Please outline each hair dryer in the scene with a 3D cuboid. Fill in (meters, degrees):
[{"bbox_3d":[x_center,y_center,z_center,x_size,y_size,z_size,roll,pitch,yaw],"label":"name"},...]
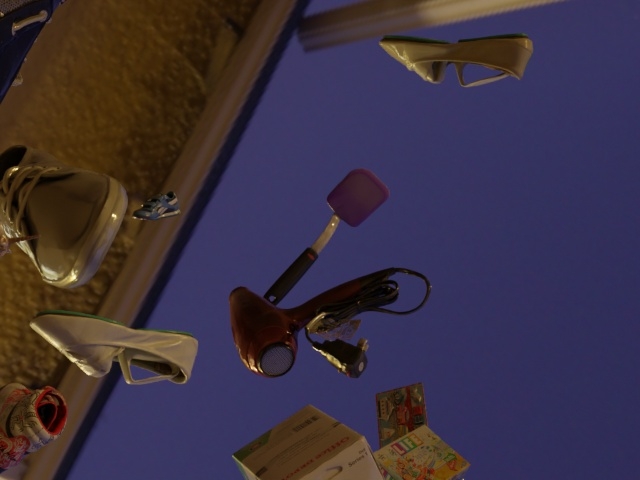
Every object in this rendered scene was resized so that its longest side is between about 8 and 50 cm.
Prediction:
[{"bbox_3d":[-0.014,0.111,1.303,0.293,0.080,0.223,7,-150,32],"label":"hair dryer"}]

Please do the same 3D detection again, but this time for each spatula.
[{"bbox_3d":[0.000,0.000,1.643,0.296,0.084,0.030,-50,-161,-12],"label":"spatula"}]

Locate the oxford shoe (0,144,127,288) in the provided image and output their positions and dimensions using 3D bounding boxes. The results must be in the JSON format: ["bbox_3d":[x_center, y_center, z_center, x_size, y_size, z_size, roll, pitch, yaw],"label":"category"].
[{"bbox_3d":[-0.384,-0.045,1.340,0.169,0.130,0.449,-60,-150,-3],"label":"oxford shoe"}]

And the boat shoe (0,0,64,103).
[{"bbox_3d":[-0.340,-0.236,1.006,0.127,0.158,0.340,17,-152,16],"label":"boat shoe"}]

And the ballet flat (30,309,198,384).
[{"bbox_3d":[-0.441,0.245,2.106,0.139,0.400,0.139,-21,-118,46],"label":"ballet flat"}]

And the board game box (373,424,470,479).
[{"bbox_3d":[0.158,0.360,1.540,0.103,0.154,0.026,39,-58,27],"label":"board game box"}]

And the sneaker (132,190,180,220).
[{"bbox_3d":[-0.391,-0.080,2.265,0.053,0.144,0.059,6,-75,32],"label":"sneaker"}]

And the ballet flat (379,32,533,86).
[{"bbox_3d":[0.204,-0.279,1.486,0.248,0.086,0.086,6,-117,29],"label":"ballet flat"}]

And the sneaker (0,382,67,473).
[{"bbox_3d":[-0.501,0.298,1.666,0.145,0.090,0.270,-32,-164,4],"label":"sneaker"}]

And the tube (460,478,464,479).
[{"bbox_3d":[0.159,0.460,1.413,0.240,0.070,0.062,-34,-151,-27],"label":"tube"}]

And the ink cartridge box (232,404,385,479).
[{"bbox_3d":[-0.022,0.356,1.503,0.160,0.092,0.219,-30,-165,-17],"label":"ink cartridge box"}]

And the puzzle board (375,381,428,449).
[{"bbox_3d":[0.152,0.330,1.808,0.096,0.011,0.128,-16,-137,14],"label":"puzzle board"}]

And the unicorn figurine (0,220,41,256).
[{"bbox_3d":[-0.396,-0.023,1.001,0.060,0.162,0.111,-45,-112,36],"label":"unicorn figurine"}]
